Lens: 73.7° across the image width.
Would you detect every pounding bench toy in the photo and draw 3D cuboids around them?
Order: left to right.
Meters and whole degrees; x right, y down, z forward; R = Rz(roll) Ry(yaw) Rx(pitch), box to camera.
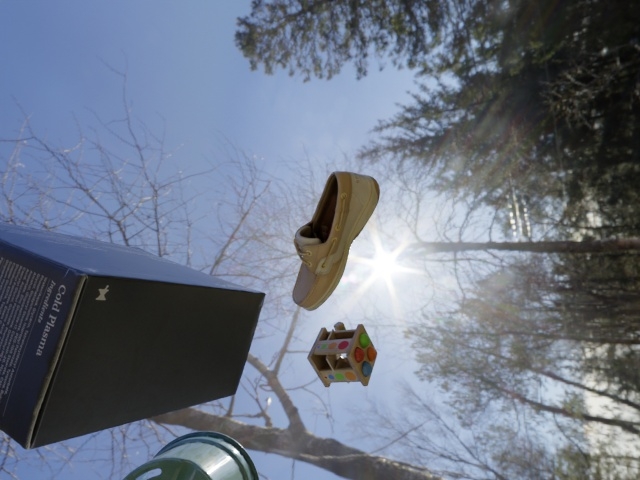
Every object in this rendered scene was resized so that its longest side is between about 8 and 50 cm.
[{"bbox_3d":[0.036,0.129,0.523,0.052,0.065,0.083,62,-147,-23],"label":"pounding bench toy"}]

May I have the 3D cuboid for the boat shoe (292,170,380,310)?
[{"bbox_3d":[0.000,0.000,0.466,0.059,0.063,0.170,14,-70,-31],"label":"boat shoe"}]

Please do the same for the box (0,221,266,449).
[{"bbox_3d":[-0.312,0.105,0.610,0.343,0.313,0.178,22,-97,-64],"label":"box"}]

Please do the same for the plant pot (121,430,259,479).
[{"bbox_3d":[-0.330,0.643,1.018,0.334,0.341,0.341,92,-172,-67],"label":"plant pot"}]
